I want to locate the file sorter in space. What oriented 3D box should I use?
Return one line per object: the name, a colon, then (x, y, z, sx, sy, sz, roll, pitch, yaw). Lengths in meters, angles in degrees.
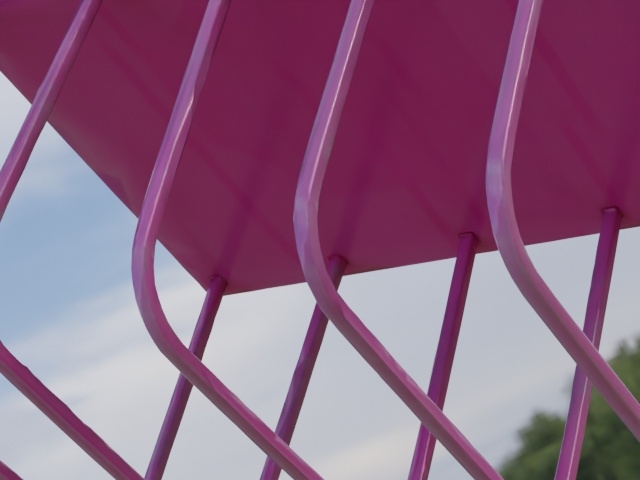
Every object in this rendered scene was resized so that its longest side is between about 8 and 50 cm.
file sorter: (0.000, 0.000, 0.702, 0.291, 0.182, 0.202, -10, -43, 33)
